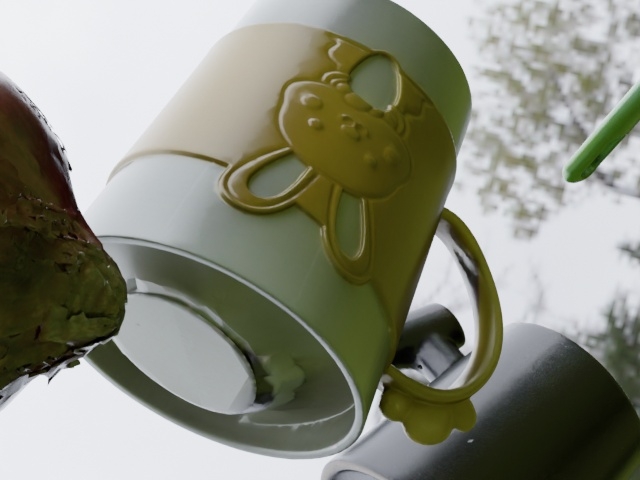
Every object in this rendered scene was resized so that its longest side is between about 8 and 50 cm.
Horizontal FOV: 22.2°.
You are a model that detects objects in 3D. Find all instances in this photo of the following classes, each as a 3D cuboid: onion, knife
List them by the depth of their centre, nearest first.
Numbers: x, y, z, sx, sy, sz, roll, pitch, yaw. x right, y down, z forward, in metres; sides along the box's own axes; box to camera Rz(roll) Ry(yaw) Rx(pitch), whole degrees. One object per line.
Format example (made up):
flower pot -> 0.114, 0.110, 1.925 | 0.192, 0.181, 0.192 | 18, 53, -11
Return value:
onion -> -0.155, 0.007, 0.718 | 0.184, 0.147, 0.184 | 11, -90, -88
knife -> 0.184, -0.093, 0.876 | 0.054, 0.015, 0.212 | -25, -20, -40

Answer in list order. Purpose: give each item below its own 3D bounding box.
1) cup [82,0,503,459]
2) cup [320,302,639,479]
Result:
cup -> 0.000, 0.000, 0.887 | 0.185, 0.241, 0.226 | -43, 18, 57
cup -> 0.095, 0.136, 1.141 | 0.177, 0.239, 0.166 | -40, -5, -25
